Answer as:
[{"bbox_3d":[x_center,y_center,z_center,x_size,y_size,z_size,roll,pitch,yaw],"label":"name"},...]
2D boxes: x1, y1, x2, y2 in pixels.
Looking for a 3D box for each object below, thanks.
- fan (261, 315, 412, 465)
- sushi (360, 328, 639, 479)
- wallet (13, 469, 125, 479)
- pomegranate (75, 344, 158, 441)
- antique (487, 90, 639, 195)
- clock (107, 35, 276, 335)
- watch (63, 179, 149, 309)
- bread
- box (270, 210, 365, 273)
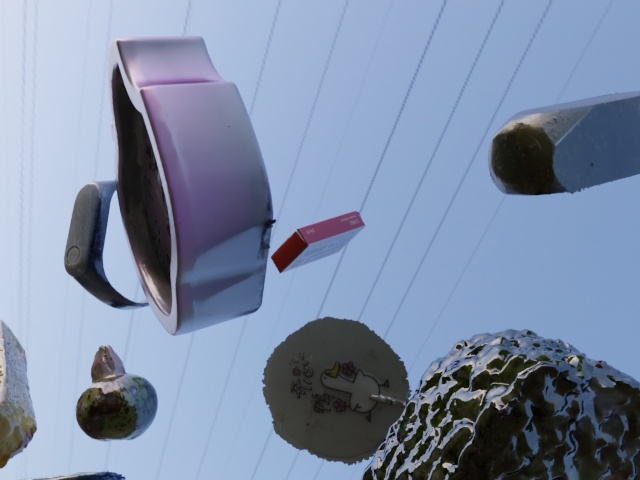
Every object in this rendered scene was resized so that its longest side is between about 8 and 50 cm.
[{"bbox_3d":[0.104,0.246,0.981,0.415,0.012,0.233,8,-83,14],"label":"fan"},{"bbox_3d":[0.200,0.274,0.628,0.294,0.178,0.352,32,-91,-11],"label":"sushi"},{"bbox_3d":[-0.205,0.268,0.438,0.059,0.141,0.202,103,-21,-53],"label":"wallet"},{"bbox_3d":[-0.360,0.272,1.110,0.163,0.138,0.125,46,-70,23],"label":"pomegranate"},{"bbox_3d":[0.260,-0.097,0.623,0.081,0.221,0.080,8,-71,57],"label":"antique"},{"bbox_3d":[-0.167,-0.061,0.760,0.338,0.102,0.338,39,-45,53],"label":"clock"},{"bbox_3d":[-0.303,0.003,1.006,0.068,0.193,0.206,-10,-111,28],"label":"watch"},{"bbox_3d":[-0.539,0.253,0.974,0.275,0.185,0.114,36,-28,57],"label":"bread"},{"bbox_3d":[0.000,0.000,1.487,0.123,0.229,0.050,-44,-106,40],"label":"box"}]
